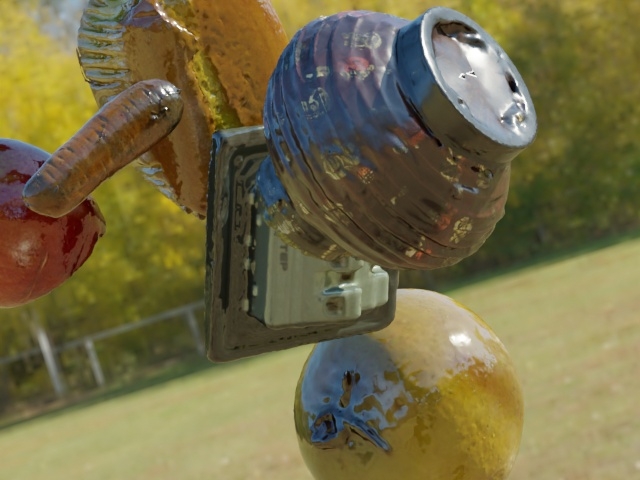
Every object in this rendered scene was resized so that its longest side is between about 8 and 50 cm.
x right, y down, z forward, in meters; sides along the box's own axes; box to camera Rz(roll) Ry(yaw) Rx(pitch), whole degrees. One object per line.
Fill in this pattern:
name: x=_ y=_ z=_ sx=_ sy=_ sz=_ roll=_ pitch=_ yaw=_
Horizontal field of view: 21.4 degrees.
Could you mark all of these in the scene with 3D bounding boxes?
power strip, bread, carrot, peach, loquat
power strip: x=-0.001 y=0.001 z=1.792 sx=0.251 sy=0.257 sz=0.092 roll=-7 pitch=22 yaw=-28
bread: x=-0.129 y=-0.166 z=1.828 sx=0.204 sy=0.288 sz=0.156 roll=-24 pitch=18 yaw=-18
carrot: x=-0.203 y=-0.086 z=1.570 sx=0.186 sy=0.060 sz=0.060 roll=-41 pitch=8 yaw=-24
peach: x=-0.337 y=-0.016 z=1.843 sx=0.192 sy=0.190 sz=0.190 roll=24 pitch=-8 yaw=-7
loquat: x=0.137 y=0.225 z=2.298 sx=0.359 sy=0.328 sz=0.328 roll=-2 pitch=-11 yaw=-43

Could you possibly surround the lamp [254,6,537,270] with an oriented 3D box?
lamp: x=0.055 y=-0.082 z=1.431 sx=0.247 sy=0.247 sz=0.247 roll=-18 pitch=-1 yaw=0
